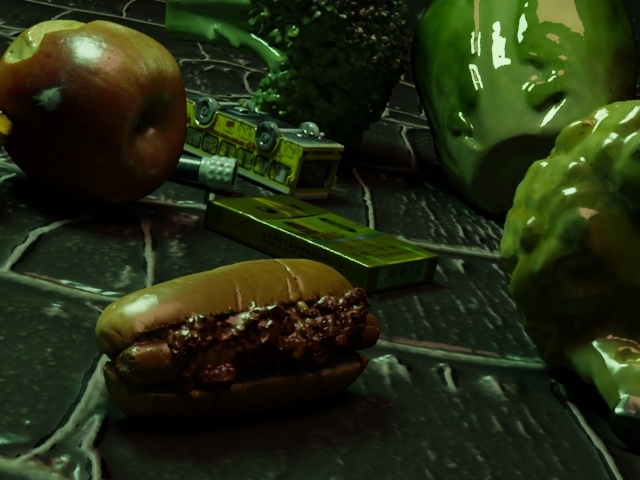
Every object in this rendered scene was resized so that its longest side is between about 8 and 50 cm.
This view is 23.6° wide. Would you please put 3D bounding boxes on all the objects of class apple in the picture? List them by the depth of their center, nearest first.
[{"bbox_3d":[-0.219,-0.125,1.430,0.199,0.199,0.199,12,14,-3],"label":"apple"}]

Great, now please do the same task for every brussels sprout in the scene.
[{"bbox_3d":[0.250,-0.185,1.878,0.275,0.315,0.371,-2,23,4],"label":"brussels sprout"}]

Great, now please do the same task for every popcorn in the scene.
[{"bbox_3d":[0.287,0.008,1.241,0.293,0.293,0.237,21,-2,27],"label":"popcorn"}]

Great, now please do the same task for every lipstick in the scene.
[{"bbox_3d":[-0.146,-0.078,1.606,0.116,0.037,0.037,11,14,7],"label":"lipstick"}]

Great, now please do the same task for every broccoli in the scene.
[{"bbox_3d":[-0.034,-0.232,1.836,0.301,0.249,0.375,-13,-21,2],"label":"broccoli"}]

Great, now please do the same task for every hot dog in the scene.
[{"bbox_3d":[-0.041,0.062,1.022,0.076,0.102,0.249,-21,-12,39],"label":"hot dog"}]

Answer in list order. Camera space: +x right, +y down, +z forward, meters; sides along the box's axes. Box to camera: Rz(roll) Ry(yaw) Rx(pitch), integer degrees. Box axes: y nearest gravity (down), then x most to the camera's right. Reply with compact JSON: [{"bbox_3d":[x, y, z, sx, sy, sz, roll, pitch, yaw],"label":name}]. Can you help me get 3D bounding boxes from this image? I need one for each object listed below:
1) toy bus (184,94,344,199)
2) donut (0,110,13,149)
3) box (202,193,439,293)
[{"bbox_3d":[-0.081,-0.113,1.716,0.226,0.074,0.081,24,17,37],"label":"toy bus"},{"bbox_3d":[-0.380,-0.093,1.346,0.217,0.085,0.141,13,14,-4],"label":"donut"},{"bbox_3d":[0.000,0.000,1.444,0.193,0.030,0.121,23,17,32],"label":"box"}]
